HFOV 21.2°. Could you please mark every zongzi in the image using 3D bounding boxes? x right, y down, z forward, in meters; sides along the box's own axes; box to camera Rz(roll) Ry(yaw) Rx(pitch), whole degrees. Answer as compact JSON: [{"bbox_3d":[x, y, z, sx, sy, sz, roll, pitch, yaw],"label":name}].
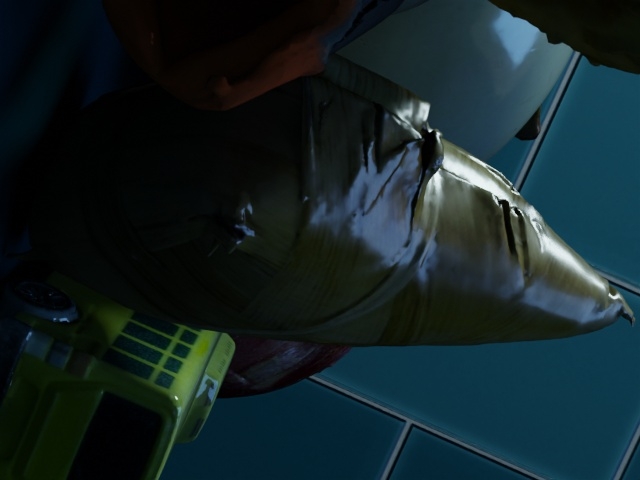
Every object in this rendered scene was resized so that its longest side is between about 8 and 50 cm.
[{"bbox_3d":[0.000,0.000,0.675,0.194,0.197,0.099,-3,-113,53],"label":"zongzi"}]

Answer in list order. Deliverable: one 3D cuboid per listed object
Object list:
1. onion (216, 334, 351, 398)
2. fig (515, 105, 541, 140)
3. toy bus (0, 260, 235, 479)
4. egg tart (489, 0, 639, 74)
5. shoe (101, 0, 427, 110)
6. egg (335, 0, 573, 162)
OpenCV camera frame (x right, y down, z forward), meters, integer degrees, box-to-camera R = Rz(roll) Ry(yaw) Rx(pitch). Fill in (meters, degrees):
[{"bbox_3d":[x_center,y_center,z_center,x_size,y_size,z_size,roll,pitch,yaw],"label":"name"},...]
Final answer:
[{"bbox_3d":[-0.060,0.028,0.966,0.195,0.159,0.159,-43,-173,19],"label":"onion"},{"bbox_3d":[0.110,-0.199,1.405,0.186,0.250,0.203,172,-61,-81],"label":"fig"},{"bbox_3d":[-0.097,0.059,0.758,0.175,0.101,0.088,-69,-178,-74],"label":"toy bus"},{"bbox_3d":[0.122,-0.209,0.535,0.341,0.132,0.341,47,-35,48],"label":"egg tart"},{"bbox_3d":[-0.007,-0.149,0.438,0.171,0.132,0.336,-50,169,-32],"label":"shoe"},{"bbox_3d":[0.023,-0.108,0.801,0.264,0.183,0.183,-58,-175,42],"label":"egg"}]
